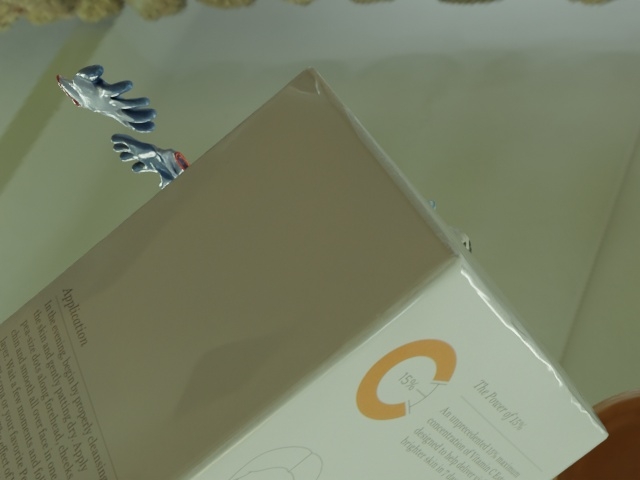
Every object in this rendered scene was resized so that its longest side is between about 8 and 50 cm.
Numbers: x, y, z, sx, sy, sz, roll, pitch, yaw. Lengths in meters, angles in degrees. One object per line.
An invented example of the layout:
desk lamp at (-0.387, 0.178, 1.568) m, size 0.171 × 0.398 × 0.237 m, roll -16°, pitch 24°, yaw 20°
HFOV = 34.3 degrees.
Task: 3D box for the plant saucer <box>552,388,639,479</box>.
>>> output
plant saucer at (0.281, 0.207, 0.875) m, size 0.200 × 0.037 × 0.200 m, roll -16°, pitch -133°, yaw 18°

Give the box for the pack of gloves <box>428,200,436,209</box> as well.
pack of gloves at (0.000, 0.000, 1.000) m, size 0.195 × 0.232 × 0.046 m, roll -24°, pitch -91°, yaw 25°

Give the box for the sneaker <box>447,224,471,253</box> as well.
sneaker at (0.104, 0.063, 1.083) m, size 0.071 × 0.068 × 0.170 m, roll 21°, pitch -82°, yaw 25°

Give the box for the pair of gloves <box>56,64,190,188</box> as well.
pair of gloves at (-0.215, -0.127, 1.188) m, size 0.159 × 0.198 × 0.023 m, roll 15°, pitch -120°, yaw 48°

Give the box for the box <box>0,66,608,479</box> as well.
box at (-0.053, 0.114, 0.574) m, size 0.345 × 0.215 × 0.168 m, roll -39°, pitch -133°, yaw 7°
